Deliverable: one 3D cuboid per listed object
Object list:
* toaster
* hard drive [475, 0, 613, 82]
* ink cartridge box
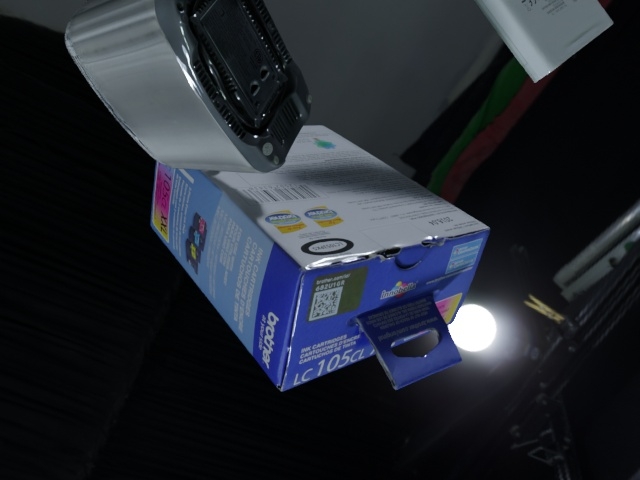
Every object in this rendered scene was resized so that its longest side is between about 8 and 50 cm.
[{"bbox_3d":[-0.120,-0.160,0.472,0.146,0.227,0.129,0,-128,31],"label":"toaster"},{"bbox_3d":[0.272,-0.391,0.735,0.203,0.307,0.040,-37,-179,-30],"label":"hard drive"},{"bbox_3d":[0.000,0.000,0.617,0.395,0.270,0.151,39,-52,42],"label":"ink cartridge box"}]
